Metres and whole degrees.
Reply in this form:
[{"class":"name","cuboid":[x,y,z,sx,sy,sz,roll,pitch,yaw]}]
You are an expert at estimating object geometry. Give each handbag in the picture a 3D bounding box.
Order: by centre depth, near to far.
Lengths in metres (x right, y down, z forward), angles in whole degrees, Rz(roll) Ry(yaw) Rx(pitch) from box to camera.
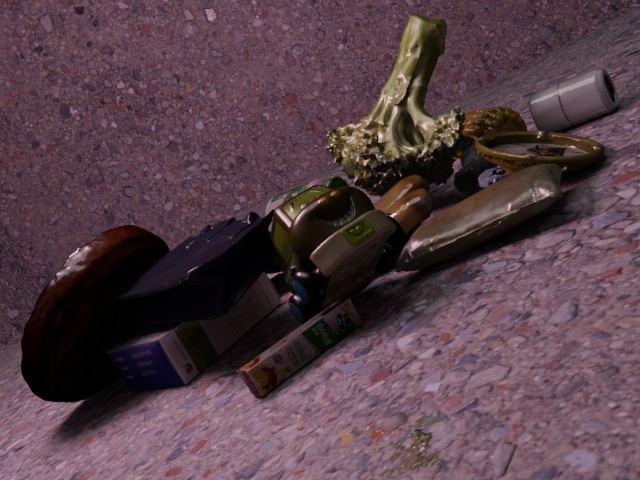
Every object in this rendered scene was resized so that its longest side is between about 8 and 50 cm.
[{"class":"handbag","cuboid":[-0.209,0.052,1.336,0.326,0.118,0.269,-11,27,51]}]

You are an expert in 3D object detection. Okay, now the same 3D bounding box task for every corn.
[{"class":"corn","cuboid":[0.399,-0.261,1.786,0.131,0.131,0.344,-30,9,-8]}]

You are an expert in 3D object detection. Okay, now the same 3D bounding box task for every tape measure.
[{"class":"tape measure","cuboid":[0.358,-0.116,1.388,0.094,0.054,0.091,-12,19,23]}]

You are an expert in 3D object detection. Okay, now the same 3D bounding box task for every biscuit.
[{"class":"biscuit","cuboid":[0.100,-0.014,1.406,0.291,0.062,0.237,-42,8,15]},{"class":"biscuit","cuboid":[-0.445,0.162,1.488,0.407,0.091,0.407,-55,-17,-26]}]

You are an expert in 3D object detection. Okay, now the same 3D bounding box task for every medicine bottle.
[{"class":"medicine bottle","cuboid":[-0.033,-0.105,2.132,0.274,0.133,0.133,-19,14,43]}]

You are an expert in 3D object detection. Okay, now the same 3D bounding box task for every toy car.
[{"class":"toy car","cuboid":[0.000,0.000,1.180,0.204,0.198,0.248,-32,-20,-23]}]

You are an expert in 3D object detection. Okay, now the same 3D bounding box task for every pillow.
[{"class":"pillow","cuboid":[0.271,-0.041,1.192,0.302,0.075,0.185,-27,8,25]}]

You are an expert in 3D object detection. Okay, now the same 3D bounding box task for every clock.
[{"class":"clock","cuboid":[0.405,-0.158,1.329,0.237,0.057,0.237,-1,21,0]}]

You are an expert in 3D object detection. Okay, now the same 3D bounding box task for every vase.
[{"class":"vase","cuboid":[0.338,-0.156,1.581,0.081,0.081,0.148,-22,15,30]}]

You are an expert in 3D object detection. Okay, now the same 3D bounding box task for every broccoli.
[{"class":"broccoli","cuboid":[0.167,-0.287,1.630,0.353,0.397,0.275,-19,-19,23]}]

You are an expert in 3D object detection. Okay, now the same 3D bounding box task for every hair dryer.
[{"class":"hair dryer","cuboid":[0.645,-0.358,1.726,0.173,0.107,0.357,-17,9,37]}]

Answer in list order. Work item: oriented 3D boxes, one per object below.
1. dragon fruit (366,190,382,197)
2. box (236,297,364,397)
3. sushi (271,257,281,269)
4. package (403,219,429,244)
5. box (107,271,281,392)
[{"class":"dragon fruit","cuboid":[0.205,-0.168,1.814,0.236,0.137,0.135,-14,24,50]},{"class":"box","cuboid":[-0.028,0.160,1.084,0.207,0.050,0.041,-33,13,-23]},{"class":"sushi","cuboid":[-0.154,0.047,1.644,0.220,0.047,0.231,-5,-9,-28]},{"class":"package","cuboid":[0.231,-0.031,1.397,0.200,0.022,0.083,-20,14,36]},{"class":"box","cuboid":[-0.251,0.174,1.444,0.200,0.106,0.299,-18,16,44]}]
